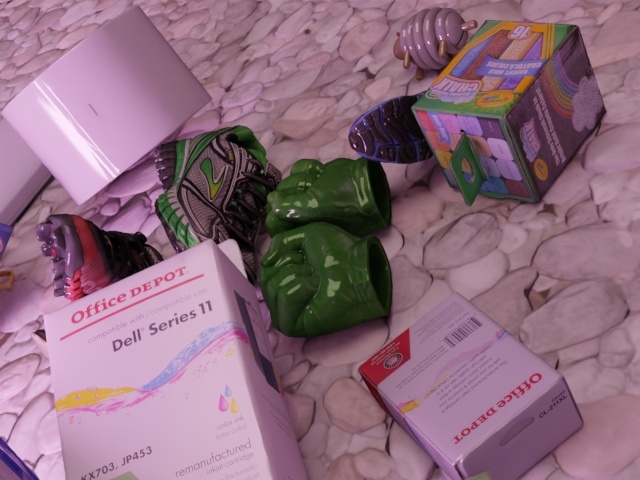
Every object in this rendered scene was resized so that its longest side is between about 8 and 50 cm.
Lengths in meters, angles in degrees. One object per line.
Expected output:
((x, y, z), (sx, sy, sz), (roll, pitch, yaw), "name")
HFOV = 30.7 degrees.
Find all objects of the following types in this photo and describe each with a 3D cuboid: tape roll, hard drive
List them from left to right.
((-0.514, -0.101, 1.863), (0.203, 0.040, 0.307), (2, 47, 37), "hard drive")
((-0.298, -0.189, 1.631), (0.246, 0.169, 0.246), (-37, 9, 7), "tape roll")

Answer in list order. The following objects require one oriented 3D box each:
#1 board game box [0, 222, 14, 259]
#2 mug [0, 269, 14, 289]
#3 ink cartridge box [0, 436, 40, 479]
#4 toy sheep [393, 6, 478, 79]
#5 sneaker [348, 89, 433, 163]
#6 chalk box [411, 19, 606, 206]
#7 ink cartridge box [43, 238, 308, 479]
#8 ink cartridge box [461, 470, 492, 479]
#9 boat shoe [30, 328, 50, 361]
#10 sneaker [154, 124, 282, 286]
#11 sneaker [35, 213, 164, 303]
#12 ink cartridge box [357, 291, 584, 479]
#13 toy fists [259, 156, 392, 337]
((-0.515, 0.076, 1.565), (0.165, 0.042, 0.243), (13, 79, 44), "board game box")
((-0.475, 0.063, 1.636), (0.064, 0.078, 0.062), (-98, 30, -61), "mug")
((-0.291, 0.302, 1.099), (0.065, 0.186, 0.311), (-33, 35, -1), "ink cartridge box")
((0.154, -0.269, 1.560), (0.132, 0.091, 0.091), (-9, 41, 35), "toy sheep")
((0.118, -0.141, 1.412), (0.221, 0.083, 0.087), (-18, 7, -35), "sneaker")
((0.203, -0.133, 1.321), (0.132, 0.132, 0.213), (15, 54, 44), "chalk box")
((-0.154, 0.143, 1.169), (0.207, 0.119, 0.353), (-25, 54, 8), "ink cartridge box")
((0.118, 0.295, 0.925), (0.109, 0.062, 0.209), (-24, 36, 9), "ink cartridge box")
((-0.306, 0.133, 1.430), (0.137, 0.049, 0.043), (17, 54, 43), "boat shoe")
((-0.120, -0.051, 1.447), (0.146, 0.134, 0.343), (-25, 36, 6), "sneaker")
((-0.254, 0.027, 1.376), (0.135, 0.276, 0.098), (-17, 71, -8), "sneaker")
((0.137, 0.144, 1.084), (0.127, 0.072, 0.175), (-36, 36, -9), "ink cartridge box")
((0.000, 0.000, 1.336), (0.142, 0.096, 0.279), (-18, 39, 17), "toy fists")
